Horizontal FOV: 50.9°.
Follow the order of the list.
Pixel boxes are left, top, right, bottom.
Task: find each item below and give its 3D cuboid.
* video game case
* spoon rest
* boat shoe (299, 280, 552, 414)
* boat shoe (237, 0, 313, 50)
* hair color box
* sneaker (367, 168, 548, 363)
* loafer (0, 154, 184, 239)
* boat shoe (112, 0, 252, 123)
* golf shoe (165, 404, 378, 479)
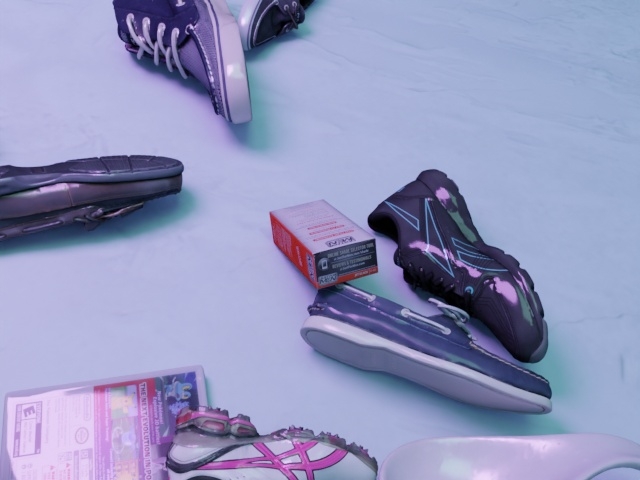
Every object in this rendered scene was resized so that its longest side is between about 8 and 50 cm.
[{"bbox_3d":[-0.183,0.213,0.589,0.183,0.023,0.201,-6,51,-12],"label":"video game case"},{"bbox_3d":[0.187,0.213,0.587,0.276,0.084,0.137,3,16,-9],"label":"spoon rest"},{"bbox_3d":[0.108,0.105,0.674,0.254,0.095,0.079,15,61,16],"label":"boat shoe"},{"bbox_3d":[-0.057,-0.358,1.041,0.076,0.080,0.228,19,44,9],"label":"boat shoe"},{"bbox_3d":[0.000,0.000,0.733,0.072,0.043,0.141,-14,24,-17],"label":"hair color box"},{"bbox_3d":[0.147,0.036,0.746,0.106,0.101,0.267,-24,50,-8],"label":"sneaker"},{"bbox_3d":[-0.288,-0.045,0.763,0.267,0.084,0.096,-7,21,-17],"label":"loafer"},{"bbox_3d":[-0.194,-0.266,0.927,0.158,0.127,0.340,-12,45,-9],"label":"boat shoe"},{"bbox_3d":[-0.041,0.203,0.584,0.186,0.067,0.086,13,61,-10],"label":"golf shoe"}]
